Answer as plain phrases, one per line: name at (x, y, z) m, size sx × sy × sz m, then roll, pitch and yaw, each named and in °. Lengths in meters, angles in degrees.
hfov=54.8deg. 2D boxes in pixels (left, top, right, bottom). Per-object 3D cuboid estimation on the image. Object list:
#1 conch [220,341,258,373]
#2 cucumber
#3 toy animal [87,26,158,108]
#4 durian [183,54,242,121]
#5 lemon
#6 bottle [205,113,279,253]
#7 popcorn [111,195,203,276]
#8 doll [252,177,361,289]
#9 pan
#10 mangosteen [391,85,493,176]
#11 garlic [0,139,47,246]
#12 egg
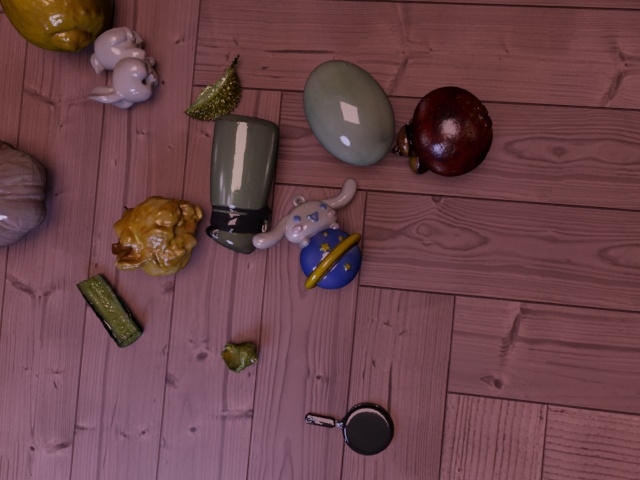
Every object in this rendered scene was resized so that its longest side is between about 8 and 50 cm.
conch at (-0.212, 0.304, 1.615) m, size 0.121 × 0.074 × 0.089 m, roll 11°, pitch 52°, yaw 29°
cucumber at (-0.574, 0.190, 1.679) m, size 0.078 × 0.062 × 0.211 m, roll -34°, pitch 77°, yaw -28°
toy animal at (-0.532, -0.456, 1.649) m, size 0.178 × 0.127 × 0.193 m, roll -14°, pitch 88°, yaw 9°
durian at (-0.272, -0.393, 1.641) m, size 0.215 × 0.086 × 0.100 m, roll -42°, pitch 70°, yaw 7°
lemon at (-0.701, -0.652, 1.607) m, size 0.316 × 0.285 × 0.285 m, roll 38°, pitch 94°, yaw 5°
bottle at (-0.204, -0.140, 1.585) m, size 0.168 × 0.168 × 0.347 m, roll 7°, pitch 94°, yaw 8°
popcorn at (-0.420, -0.001, 1.606) m, size 0.253 × 0.190 × 0.191 m, roll -17°, pitch 56°, yaw 17°
doll at (0.020, -0.011, 1.573) m, size 0.242 × 0.160 × 0.311 m, roll 36°, pitch 70°, yaw 19°
pan at (0.073, 0.482, 1.598) m, size 0.235 × 0.028 × 0.136 m, roll 7°, pitch 89°, yaw 8°
mangosteen at (0.291, -0.252, 1.512) m, size 0.257 × 0.215 × 0.215 m, roll -23°, pitch 85°, yaw 38°
garlic at (-0.878, -0.114, 1.623) m, size 0.317 × 0.259 × 0.318 m, roll -1°, pitch 84°, yaw 9°
egg at (0.071, -0.315, 1.527) m, size 0.203 × 0.203 × 0.283 m, roll -30°, pitch 84°, yaw 6°
